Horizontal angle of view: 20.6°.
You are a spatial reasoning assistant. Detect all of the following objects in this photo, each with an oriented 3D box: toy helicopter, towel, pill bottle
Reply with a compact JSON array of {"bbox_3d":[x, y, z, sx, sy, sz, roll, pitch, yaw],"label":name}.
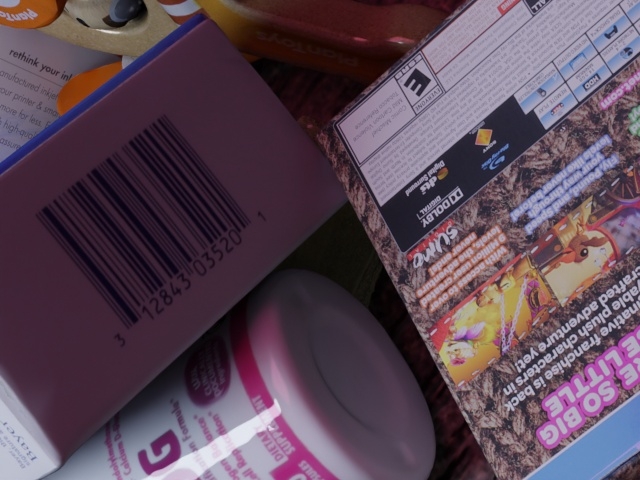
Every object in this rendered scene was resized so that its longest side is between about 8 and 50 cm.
[{"bbox_3d":[-0.069,-0.144,1.163,0.355,0.235,0.140,16,63,5],"label":"toy helicopter"},{"bbox_3d":[0.000,0.000,1.171,0.110,0.027,0.148,27,105,34],"label":"towel"},{"bbox_3d":[-0.081,0.155,1.110,0.283,0.160,0.160,-37,57,23],"label":"pill bottle"}]

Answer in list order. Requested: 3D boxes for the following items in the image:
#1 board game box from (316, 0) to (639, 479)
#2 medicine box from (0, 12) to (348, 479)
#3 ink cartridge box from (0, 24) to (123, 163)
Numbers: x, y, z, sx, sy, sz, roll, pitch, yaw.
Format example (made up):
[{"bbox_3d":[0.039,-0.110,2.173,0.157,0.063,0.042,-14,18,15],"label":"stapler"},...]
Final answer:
[{"bbox_3d":[0.172,-0.008,0.981,0.232,0.141,0.291,-40,55,21],"label":"board game box"},{"bbox_3d":[-0.170,0.031,1.084,0.149,0.263,0.289,51,145,-7],"label":"medicine box"},{"bbox_3d":[-0.251,-0.107,1.293,0.119,0.207,0.354,14,83,42],"label":"ink cartridge box"}]
